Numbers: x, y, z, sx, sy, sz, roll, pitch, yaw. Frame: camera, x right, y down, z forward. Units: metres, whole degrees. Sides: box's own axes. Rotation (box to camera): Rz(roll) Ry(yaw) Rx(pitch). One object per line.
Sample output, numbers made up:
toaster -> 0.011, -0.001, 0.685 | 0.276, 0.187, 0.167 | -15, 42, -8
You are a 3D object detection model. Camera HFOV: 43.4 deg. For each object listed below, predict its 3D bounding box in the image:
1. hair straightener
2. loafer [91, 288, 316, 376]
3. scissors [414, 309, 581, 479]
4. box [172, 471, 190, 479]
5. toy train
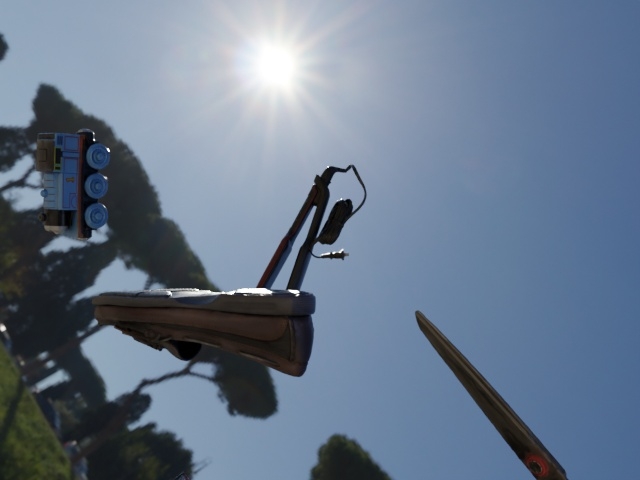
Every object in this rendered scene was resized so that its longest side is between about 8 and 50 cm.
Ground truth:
hair straightener -> 0.000, 0.000, 1.035 | 0.089, 0.231, 0.047 | 24, -18, 13
loafer -> -0.145, 0.104, 0.926 | 0.302, 0.109, 0.095 | -2, -91, 29
scissors -> 0.170, 0.164, 0.550 | 0.109, 0.021, 0.297 | -33, -96, 51
box -> -0.332, 0.610, 1.879 | 0.027, 0.137, 0.094 | -40, -97, 18
toy train -> -0.406, -0.091, 1.309 | 0.080, 0.105, 0.184 | 8, -83, 47
